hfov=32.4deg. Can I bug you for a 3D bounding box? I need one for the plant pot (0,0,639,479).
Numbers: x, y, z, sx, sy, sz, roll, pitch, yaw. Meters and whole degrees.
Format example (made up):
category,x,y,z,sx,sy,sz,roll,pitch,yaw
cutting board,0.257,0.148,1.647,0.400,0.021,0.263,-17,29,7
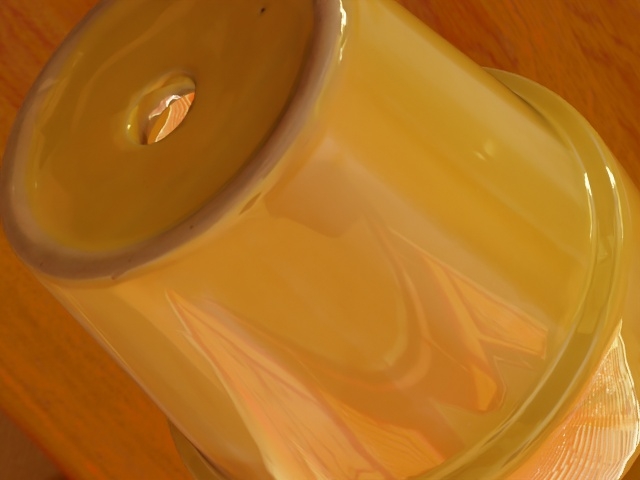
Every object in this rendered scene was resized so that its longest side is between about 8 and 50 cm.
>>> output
category,x,y,z,sx,sy,sz,roll,pitch,yaw
plant pot,0.000,0.000,0.491,0.254,0.254,0.239,-33,136,15
